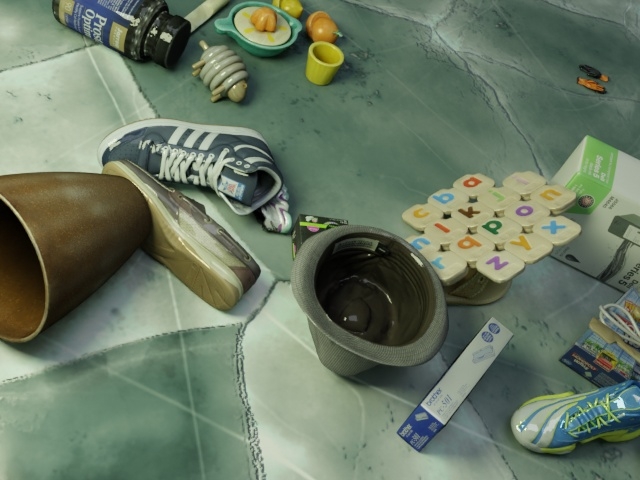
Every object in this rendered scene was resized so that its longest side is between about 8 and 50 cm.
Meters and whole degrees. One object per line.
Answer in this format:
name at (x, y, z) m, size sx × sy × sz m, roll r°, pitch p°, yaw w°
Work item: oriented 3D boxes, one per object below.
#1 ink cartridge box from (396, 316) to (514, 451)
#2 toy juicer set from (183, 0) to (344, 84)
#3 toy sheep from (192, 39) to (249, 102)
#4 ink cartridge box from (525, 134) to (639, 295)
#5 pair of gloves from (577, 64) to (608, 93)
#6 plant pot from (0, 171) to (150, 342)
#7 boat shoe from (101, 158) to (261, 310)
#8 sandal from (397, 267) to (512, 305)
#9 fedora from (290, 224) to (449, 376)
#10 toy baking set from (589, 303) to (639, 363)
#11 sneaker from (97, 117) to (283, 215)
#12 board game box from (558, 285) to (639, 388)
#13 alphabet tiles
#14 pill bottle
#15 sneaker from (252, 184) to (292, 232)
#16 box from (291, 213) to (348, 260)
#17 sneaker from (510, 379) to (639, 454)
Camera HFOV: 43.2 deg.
ink cartridge box at (0.198, 0.207, 1.178) m, size 0.046 × 0.097 × 0.207 m, roll 39°, pitch 51°, yaw 12°
toy juicer set at (-0.107, -0.433, 1.565) m, size 0.329 × 0.089 × 0.209 m, roll 16°, pitch 50°, yaw -7°
toy sheep at (-0.178, -0.303, 1.443) m, size 0.091 × 0.091 × 0.132 m, roll -35°, pitch 90°, yaw -36°
ink cartridge box at (0.530, -0.030, 1.416) m, size 0.273 × 0.198 × 0.114 m, roll 26°, pitch 50°, yaw 1°
pair of gloves at (0.617, -0.366, 1.830) m, size 0.074 × 0.010 × 0.083 m, roll 24°, pitch 49°, yaw -1°
plant pot at (-0.349, -0.006, 1.094) m, size 0.215 × 0.215 × 0.230 m, roll 42°, pitch 37°, yaw 14°
boat shoe at (-0.208, -0.019, 1.207) m, size 0.285 × 0.103 × 0.092 m, roll 42°, pitch 46°, yaw 9°
sandal at (0.234, 0.056, 1.319) m, size 0.240 × 0.079 × 0.088 m, roll -8°, pitch 57°, yaw -25°
fedora at (0.059, 0.104, 1.188) m, size 0.244 × 0.124 × 0.275 m, roll 21°, pitch 41°, yaw -7°
toy baking set at (0.542, 0.175, 1.298) m, size 0.256 × 0.030 × 0.196 m, roll -5°, pitch 51°, yaw -34°
sneaker at (-0.193, -0.112, 1.259) m, size 0.282 × 0.099 × 0.153 m, roll -4°, pitch 39°, yaw -26°
board game box at (0.521, 0.177, 1.345) m, size 0.194 × 0.060 × 0.194 m, roll 35°, pitch 51°, yaw 8°
alphabet tiles at (0.272, -0.025, 1.326) m, size 0.284 × 0.021 × 0.278 m, roll -31°, pitch 35°, yaw -15°
pill bottle at (-0.346, -0.393, 1.425) m, size 0.219 × 0.122 × 0.122 m, roll 27°, pitch 50°, yaw 2°
sneaker at (-0.086, -0.057, 1.316) m, size 0.069 × 0.038 × 0.098 m, roll 2°, pitch 53°, yaw -20°
box at (0.000, 0.000, 1.295) m, size 0.083 × 0.052 × 0.062 m, roll 7°, pitch 52°, yaw -17°
sneaker at (0.404, 0.249, 1.203) m, size 0.240 × 0.126 × 0.091 m, roll -3°, pitch 55°, yaw -23°
